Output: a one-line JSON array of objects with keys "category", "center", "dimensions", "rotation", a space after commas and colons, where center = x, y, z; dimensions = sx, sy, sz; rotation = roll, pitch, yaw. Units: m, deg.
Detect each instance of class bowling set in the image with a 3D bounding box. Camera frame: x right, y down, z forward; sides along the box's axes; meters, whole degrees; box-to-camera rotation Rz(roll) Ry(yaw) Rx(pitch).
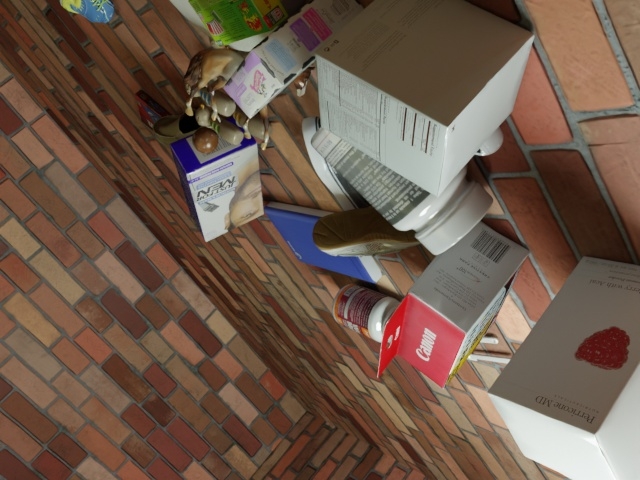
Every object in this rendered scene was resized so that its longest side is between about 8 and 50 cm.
[{"category": "bowling set", "center": [-0.225, -0.292, 1.357], "dimensions": [0.154, 0.200, 0.287], "rotation": [36, 154, 22]}]

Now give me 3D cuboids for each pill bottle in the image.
[{"category": "pill bottle", "center": [0.135, -0.120, 1.071], "dimensions": [0.283, 0.161, 0.161], "rotation": [45, 159, -2]}, {"category": "pill bottle", "center": [0.143, 0.196, 1.698], "dimensions": [0.221, 0.121, 0.121], "rotation": [18, 147, 48]}]

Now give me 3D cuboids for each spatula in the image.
[{"category": "spatula", "center": [0.353, 0.234, 1.546], "dimensions": [0.168, 0.019, 0.242], "rotation": [54, 156, -11]}]

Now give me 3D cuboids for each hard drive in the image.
[{"category": "hard drive", "center": [0.000, 0.000, 1.697], "dimensions": [0.318, 0.040, 0.210], "rotation": [14, 144, 52]}]

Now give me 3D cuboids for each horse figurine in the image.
[{"category": "horse figurine", "center": [-0.157, -0.291, 1.220], "dimensions": [0.263, 0.066, 0.175], "rotation": [27, 115, 15]}]

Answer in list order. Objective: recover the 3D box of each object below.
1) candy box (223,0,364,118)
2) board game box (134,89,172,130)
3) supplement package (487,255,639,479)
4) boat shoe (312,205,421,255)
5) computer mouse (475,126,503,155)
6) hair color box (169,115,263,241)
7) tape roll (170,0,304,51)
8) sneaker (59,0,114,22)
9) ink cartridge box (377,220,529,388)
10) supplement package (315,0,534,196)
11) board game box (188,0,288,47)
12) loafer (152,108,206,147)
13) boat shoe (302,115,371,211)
[{"category": "candy box", "center": [-0.044, -0.296, 1.013], "dimensions": [0.070, 0.196, 0.165], "rotation": [48, 158, -11]}, {"category": "board game box", "center": [-0.425, -0.310, 1.893], "dimensions": [0.281, 0.027, 0.145], "rotation": [40, 160, 10]}, {"category": "supplement package", "center": [0.423, 0.194, 0.965], "dimensions": [0.177, 0.293, 0.175], "rotation": [12, 143, 52]}, {"category": "boat shoe", "center": [0.128, -0.021, 1.248], "dimensions": [0.277, 0.098, 0.096], "rotation": [-7, 158, 15]}, {"category": "computer mouse", "center": [0.184, -0.192, 0.963], "dimensions": [0.193, 0.106, 0.042], "rotation": [27, 158, 15]}, {"category": "hair color box", "center": [-0.252, -0.147, 1.643], "dimensions": [0.110, 0.185, 0.339], "rotation": [58, 165, 21]}, {"category": "tape roll", "center": [-0.189, -0.498, 1.066], "dimensions": [0.392, 0.072, 0.392], "rotation": [37, 157, 18]}, {"category": "sneaker", "center": [-0.530, -0.587, 1.517], "dimensions": [0.126, 0.091, 0.240], "rotation": [31, 163, -21]}, {"category": "ink cartridge box", "center": [0.241, 0.153, 1.239], "dimensions": [0.130, 0.272, 0.309], "rotation": [35, 158, 20]}, {"category": "supplement package", "center": [0.133, -0.209, 0.864], "dimensions": [0.203, 0.194, 0.149], "rotation": [35, 158, 22]}, {"category": "board game box", "center": [-0.136, -0.375, 1.045], "dimensions": [0.181, 0.043, 0.092], "rotation": [11, 142, 55]}, {"category": "loafer", "center": [-0.346, -0.297, 1.692], "dimensions": [0.268, 0.102, 0.092], "rotation": [14, 144, 35]}, {"category": "boat shoe", "center": [0.068, -0.129, 1.263], "dimensions": [0.102, 0.108, 0.301], "rotation": [-19, 126, 21]}]
